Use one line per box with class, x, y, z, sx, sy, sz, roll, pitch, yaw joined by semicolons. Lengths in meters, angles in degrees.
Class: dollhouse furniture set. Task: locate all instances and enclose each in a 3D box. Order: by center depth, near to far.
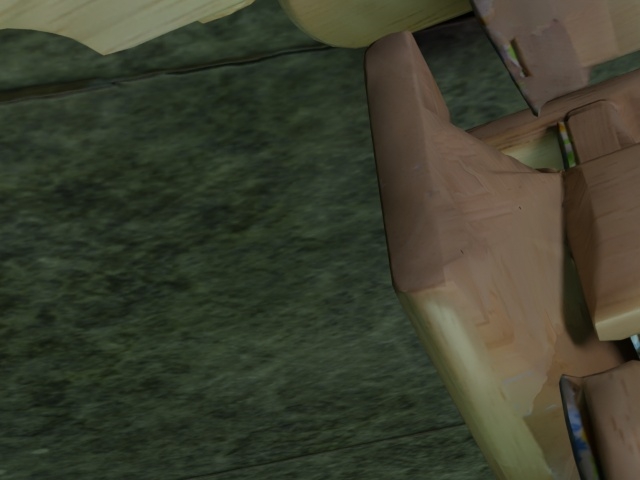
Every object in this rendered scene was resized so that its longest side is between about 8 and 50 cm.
dollhouse furniture set;0.000;0.000;0.505;0.256;0.362;0.394;-20;129;13
